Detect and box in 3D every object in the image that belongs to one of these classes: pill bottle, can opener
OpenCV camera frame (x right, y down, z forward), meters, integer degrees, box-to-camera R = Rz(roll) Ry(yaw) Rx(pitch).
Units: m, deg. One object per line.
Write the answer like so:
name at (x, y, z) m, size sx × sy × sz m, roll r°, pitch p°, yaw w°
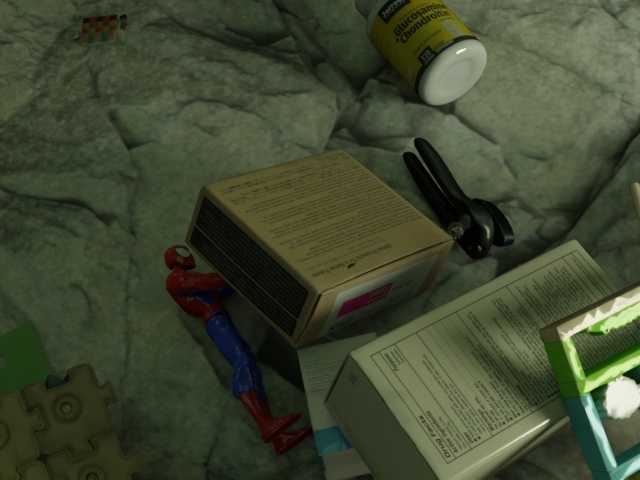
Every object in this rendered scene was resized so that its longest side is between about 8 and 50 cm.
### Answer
pill bottle at (0.124, -0.268, 1.427) m, size 0.103 × 0.103 × 0.184 m, roll -31°, pitch 61°, yaw -10°
can opener at (0.155, -0.050, 1.332) m, size 0.059 × 0.073 × 0.186 m, roll -53°, pitch 56°, yaw 22°

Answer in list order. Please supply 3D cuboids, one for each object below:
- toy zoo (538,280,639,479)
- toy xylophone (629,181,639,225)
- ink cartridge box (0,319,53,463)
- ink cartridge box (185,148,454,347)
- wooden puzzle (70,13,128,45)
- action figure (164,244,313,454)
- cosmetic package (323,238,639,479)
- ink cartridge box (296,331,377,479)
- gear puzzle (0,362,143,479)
toy zoo at (0.340, 0.190, 1.080) m, size 0.192 × 0.030 × 0.293 m, roll -22°, pitch 91°, yaw -29°
toy xylophone at (0.471, 0.012, 1.228) m, size 0.236 × 0.081 × 0.322 m, roll -4°, pitch 60°, yaw 5°
ink cartridge box at (-0.374, 0.209, 1.248) m, size 0.171 × 0.056 × 0.235 m, roll -26°, pitch 62°, yaw -7°
ink cartridge box at (0.000, 0.000, 1.235) m, size 0.235 × 0.088 × 0.193 m, roll -19°, pitch 52°, yaw -45°
wooden puzzle at (-0.312, -0.296, 1.560) m, size 0.083 × 0.006 × 0.049 m, roll -5°, pitch 60°, yaw 5°
action figure at (-0.077, 0.089, 1.256) m, size 0.139 × 0.091 × 0.280 m, roll -37°, pitch 63°, yaw -6°
cosmetic package at (0.178, 0.137, 1.116) m, size 0.309 × 0.113 × 0.160 m, roll -23°, pitch 65°, yaw -27°
ink cartridge box at (0.032, 0.171, 1.190) m, size 0.090 × 0.092 × 0.143 m, roll -12°, pitch 60°, yaw 0°
gear puzzle at (-0.252, 0.307, 1.144) m, size 0.175 × 0.044 × 0.339 m, roll -21°, pitch 76°, yaw -7°
